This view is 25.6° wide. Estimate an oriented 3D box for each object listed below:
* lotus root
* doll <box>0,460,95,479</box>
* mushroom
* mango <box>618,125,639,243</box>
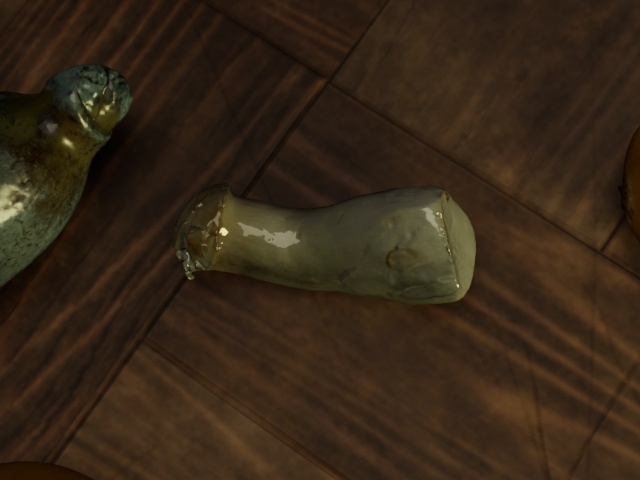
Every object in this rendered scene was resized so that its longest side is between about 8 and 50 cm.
[{"bbox_3d":[-0.279,-0.025,1.051,0.322,0.140,0.158,-28,50,-7],"label":"lotus root"},{"bbox_3d":[-0.183,0.266,0.952,0.236,0.213,0.213,32,78,-32],"label":"doll"},{"bbox_3d":[0.000,0.001,1.035,0.223,0.092,0.081,4,74,16],"label":"mushroom"},{"bbox_3d":[0.359,-0.027,0.986,0.295,0.120,0.177,9,79,8],"label":"mango"}]
